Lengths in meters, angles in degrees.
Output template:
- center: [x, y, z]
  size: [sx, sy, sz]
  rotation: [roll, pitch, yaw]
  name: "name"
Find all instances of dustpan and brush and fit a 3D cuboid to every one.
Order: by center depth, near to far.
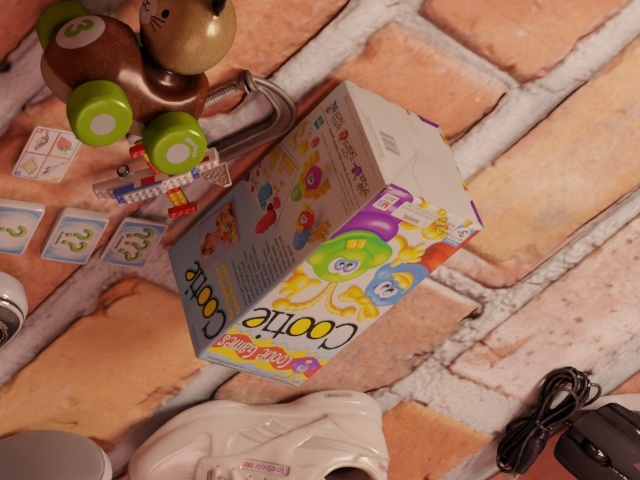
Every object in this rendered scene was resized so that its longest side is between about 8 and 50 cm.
- center: [0.429, 0.237, 2.063]
  size: [0.211, 0.060, 0.147]
  rotation: [-20, 140, 4]
  name: "dustpan and brush"

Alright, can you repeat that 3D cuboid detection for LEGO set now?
- center: [-0.205, -0.040, 1.537]
  size: [0.183, 0.060, 0.244]
  rotation: [9, 140, -27]
  name: "LEGO set"

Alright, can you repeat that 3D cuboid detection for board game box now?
- center: [0.000, 0.000, 1.590]
  size: [0.142, 0.144, 0.275]
  rotation: [22, 127, -41]
  name: "board game box"

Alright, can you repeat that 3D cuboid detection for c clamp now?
- center: [-0.107, -0.115, 1.521]
  size: [0.161, 0.022, 0.137]
  rotation: [-21, 139, 6]
  name: "c clamp"

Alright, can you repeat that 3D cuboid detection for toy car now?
- center: [-0.131, -0.181, 1.351]
  size: [0.149, 0.155, 0.188]
  rotation: [21, 118, -35]
  name: "toy car"

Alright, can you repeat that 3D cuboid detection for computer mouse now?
- center: [0.371, 0.280, 2.019]
  size: [0.272, 0.072, 0.188]
  rotation: [23, 125, -11]
  name: "computer mouse"

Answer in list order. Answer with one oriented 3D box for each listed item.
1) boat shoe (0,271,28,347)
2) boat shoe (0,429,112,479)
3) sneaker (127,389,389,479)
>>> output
- center: [-0.437, 0.145, 1.629]
  size: [0.335, 0.119, 0.121]
  rotation: [-27, 138, 12]
  name: "boat shoe"
- center: [-0.367, 0.305, 1.841]
  size: [0.306, 0.113, 0.105]
  rotation: [-21, 146, 10]
  name: "boat shoe"
- center: [-0.067, 0.258, 1.855]
  size: [0.305, 0.152, 0.114]
  rotation: [-9, 141, -6]
  name: "sneaker"
